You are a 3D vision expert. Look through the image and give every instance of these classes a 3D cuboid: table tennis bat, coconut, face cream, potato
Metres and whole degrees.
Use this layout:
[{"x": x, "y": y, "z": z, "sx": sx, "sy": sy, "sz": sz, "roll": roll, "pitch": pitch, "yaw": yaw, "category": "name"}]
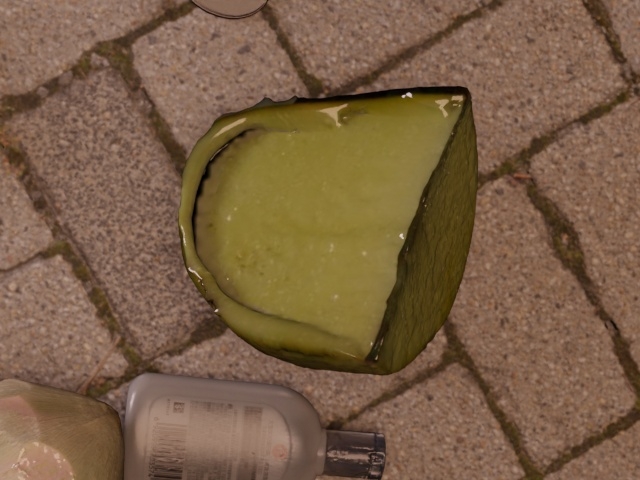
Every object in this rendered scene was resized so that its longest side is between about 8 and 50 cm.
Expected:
[{"x": -0.127, "y": -0.306, "z": 1.684, "sx": 0.158, "sy": 0.014, "sz": 0.095, "roll": 21, "pitch": 90, "yaw": -9, "category": "table tennis bat"}, {"x": -0.308, "y": 0.253, "z": 1.574, "sx": 0.234, "sy": 0.224, "sz": 0.224, "roll": -25, "pitch": 94, "yaw": -4, "category": "coconut"}, {"x": -0.074, "y": 0.226, "z": 1.671, "sx": 0.291, "sy": 0.071, "sz": 0.144, "roll": 4, "pitch": 92, "yaw": -6, "category": "face cream"}, {"x": 0.000, "y": 0.000, "z": 1.631, "sx": 0.280, "sy": 0.213, "sz": 0.330, "roll": 12, "pitch": 67, "yaw": 17, "category": "potato"}]
